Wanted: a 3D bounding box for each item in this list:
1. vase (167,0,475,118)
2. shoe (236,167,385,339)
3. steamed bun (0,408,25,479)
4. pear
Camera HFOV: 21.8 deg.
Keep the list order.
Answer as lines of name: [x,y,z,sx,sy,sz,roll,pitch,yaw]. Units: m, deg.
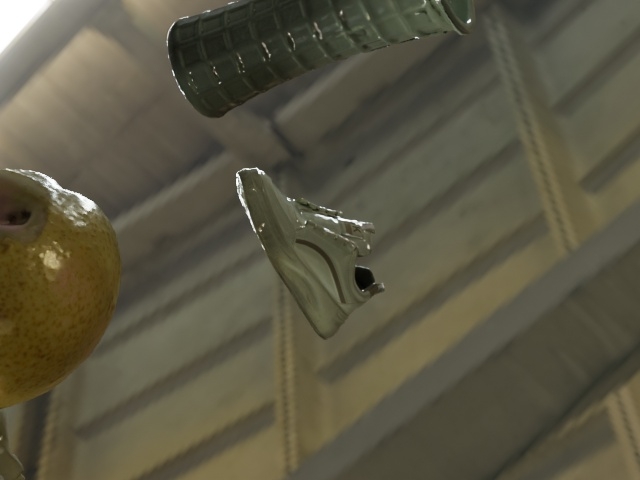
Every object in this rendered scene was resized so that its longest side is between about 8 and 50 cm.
vase: [-0.004,-0.224,1.702,0.298,0.143,0.143,-20,-148,21]
shoe: [0.000,0.000,2.442,0.159,0.316,0.124,-26,-143,1]
steamed bun: [-0.490,0.319,1.999,0.275,0.206,0.320,25,-123,41]
pear: [-0.344,0.045,1.772,0.271,0.271,0.271,-39,-155,21]
